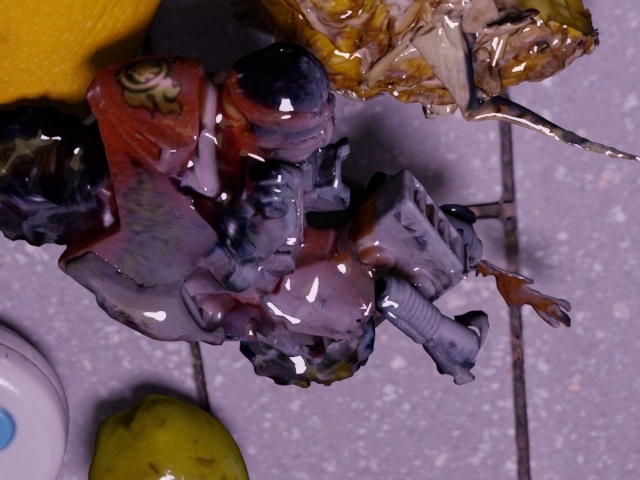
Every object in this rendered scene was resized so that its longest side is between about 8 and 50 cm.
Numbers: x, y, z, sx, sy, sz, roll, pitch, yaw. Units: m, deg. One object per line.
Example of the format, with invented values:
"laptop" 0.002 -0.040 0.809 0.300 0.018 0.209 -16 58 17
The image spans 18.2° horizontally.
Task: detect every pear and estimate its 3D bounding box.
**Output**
"pear" -0.104 0.169 1.376 0.107 0.107 0.131 -18 113 10

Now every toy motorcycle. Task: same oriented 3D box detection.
"toy motorcycle" 0.000 0.000 1.175 0.401 0.134 0.207 33 124 -26

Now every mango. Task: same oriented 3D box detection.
"mango" -0.182 -0.150 1.143 0.187 0.144 0.359 -3 141 -29

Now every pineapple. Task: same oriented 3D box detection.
"pineapple" 0.018 -0.145 1.149 0.161 0.158 0.334 -40 115 22

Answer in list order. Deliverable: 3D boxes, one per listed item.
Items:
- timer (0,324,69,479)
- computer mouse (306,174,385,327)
"timer" -0.314 0.136 1.362 0.262 0.087 0.237 21 119 -13
"computer mouse" -0.046 -0.012 1.284 0.231 0.071 0.126 24 107 -13
